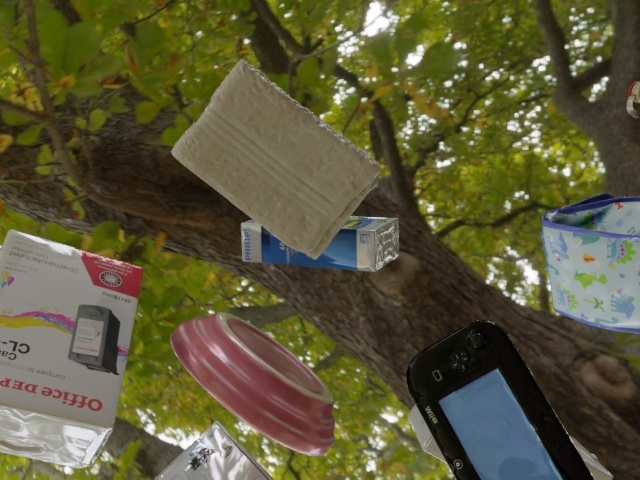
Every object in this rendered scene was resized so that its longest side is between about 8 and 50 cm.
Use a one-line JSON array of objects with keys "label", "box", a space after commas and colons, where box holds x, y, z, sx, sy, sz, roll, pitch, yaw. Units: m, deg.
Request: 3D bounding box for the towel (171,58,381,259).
[{"label": "towel", "box": [-0.064, -0.119, 1.101, 0.282, 0.049, 0.187, 39, -81, -1]}]

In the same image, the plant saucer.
[{"label": "plant saucer", "box": [-0.099, 0.228, 1.241, 0.332, 0.332, 0.084, 36, -88, -27]}]

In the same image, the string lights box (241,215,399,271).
[{"label": "string lights box", "box": [0.000, 0.000, 1.325, 0.133, 0.259, 0.077, -26, -63, -64]}]

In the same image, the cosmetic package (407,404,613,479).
[{"label": "cosmetic package", "box": [0.387, 0.426, 1.516, 0.365, 0.197, 0.155, 32, -86, -5]}]

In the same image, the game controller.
[{"label": "game controller", "box": [0.247, 0.273, 0.989, 0.166, 0.067, 0.319, -32, -108, 12]}]

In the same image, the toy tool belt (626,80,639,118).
[{"label": "toy tool belt", "box": [0.326, -0.121, 0.662, 0.083, 0.051, 0.052, 21, -86, -31]}]

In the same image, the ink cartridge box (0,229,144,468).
[{"label": "ink cartridge box", "box": [-0.407, 0.156, 1.092, 0.226, 0.306, 0.131, 19, -50, -21]}]

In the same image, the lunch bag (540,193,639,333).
[{"label": "lunch bag", "box": [0.314, 0.024, 0.758, 0.096, 0.151, 0.129, -57, -43, -49]}]

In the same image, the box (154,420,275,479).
[{"label": "box", "box": [-0.169, 0.455, 1.292, 0.169, 0.290, 0.087, -41, -64, -15]}]
